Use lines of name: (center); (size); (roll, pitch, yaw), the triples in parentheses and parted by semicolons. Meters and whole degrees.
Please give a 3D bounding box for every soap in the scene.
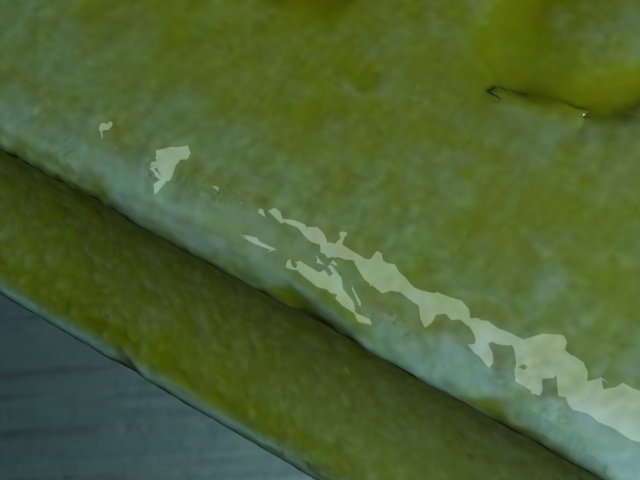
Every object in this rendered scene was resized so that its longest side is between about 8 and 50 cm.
soap: (0.066, -0.060, 0.480); (0.335, 0.156, 0.293); (30, 61, 19)
